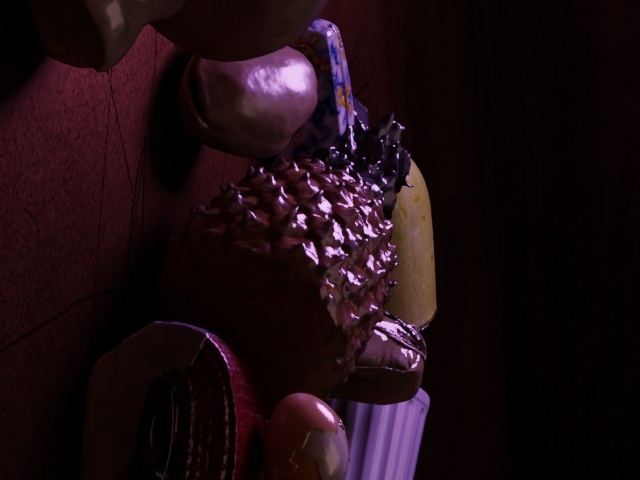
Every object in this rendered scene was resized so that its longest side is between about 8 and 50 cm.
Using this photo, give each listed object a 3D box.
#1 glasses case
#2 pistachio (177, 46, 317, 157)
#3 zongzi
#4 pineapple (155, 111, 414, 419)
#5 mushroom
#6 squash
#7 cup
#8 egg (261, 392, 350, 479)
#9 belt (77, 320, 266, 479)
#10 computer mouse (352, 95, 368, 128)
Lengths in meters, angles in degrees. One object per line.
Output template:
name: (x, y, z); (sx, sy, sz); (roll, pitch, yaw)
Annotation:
glasses case: (-0.009, -0.120, 1.884); (0.065, 0.087, 0.248); (-60, 149, -56)
pistachio: (-0.069, -0.133, 1.592); (0.126, 0.108, 0.185); (69, 23, -10)
zongzi: (0.003, 0.131, 1.783); (0.197, 0.194, 0.099); (-62, 171, -56)
pineapple: (0.000, 0.000, 1.583); (0.362, 0.202, 0.202); (-46, 138, -52)
mushroom: (-0.111, -0.218, 1.240); (0.243, 0.243, 0.244); (2, 90, -77)
squash: (0.073, -0.010, 2.175); (0.132, 0.132, 0.247); (-65, 153, -60)
cup: (-0.001, 0.246, 1.907); (0.167, 0.221, 0.202); (144, -41, -62)
egg: (-0.012, 0.161, 1.375); (0.071, 0.071, 0.083); (-22, 108, -76)
belt: (-0.116, 0.162, 1.365); (0.124, 0.128, 0.201); (40, 54, -75)
computer mouse: (0.012, -0.060, 2.035); (0.126, 0.071, 0.231); (-94, -168, -71)
